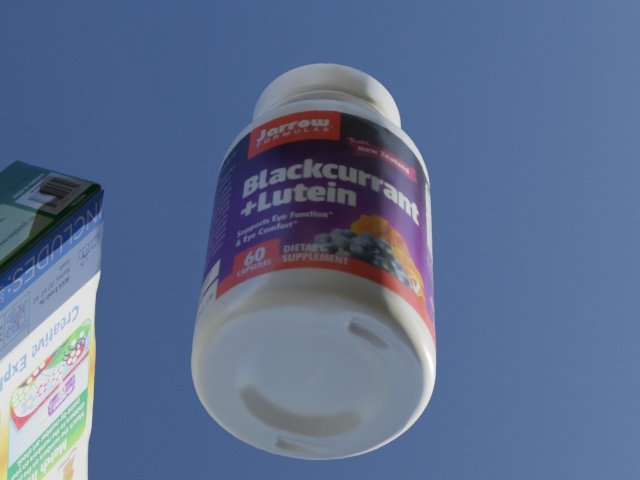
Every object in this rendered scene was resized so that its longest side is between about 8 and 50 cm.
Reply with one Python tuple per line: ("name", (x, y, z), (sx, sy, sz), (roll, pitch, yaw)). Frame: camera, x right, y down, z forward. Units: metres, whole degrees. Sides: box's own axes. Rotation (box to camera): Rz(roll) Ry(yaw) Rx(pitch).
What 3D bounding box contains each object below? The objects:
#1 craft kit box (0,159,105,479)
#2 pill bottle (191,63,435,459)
("craft kit box", (-0.179, 0.125, 0.618), (0.061, 0.246, 0.250), (15, -149, 16))
("pill bottle", (0.000, 0.000, 0.687), (0.108, 0.108, 0.193), (23, -143, -16))
